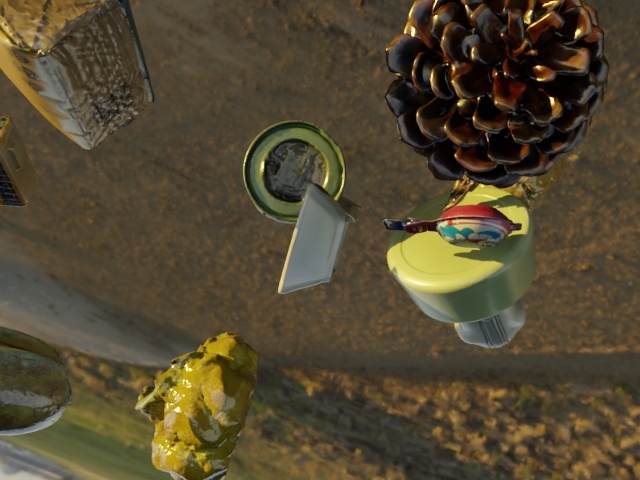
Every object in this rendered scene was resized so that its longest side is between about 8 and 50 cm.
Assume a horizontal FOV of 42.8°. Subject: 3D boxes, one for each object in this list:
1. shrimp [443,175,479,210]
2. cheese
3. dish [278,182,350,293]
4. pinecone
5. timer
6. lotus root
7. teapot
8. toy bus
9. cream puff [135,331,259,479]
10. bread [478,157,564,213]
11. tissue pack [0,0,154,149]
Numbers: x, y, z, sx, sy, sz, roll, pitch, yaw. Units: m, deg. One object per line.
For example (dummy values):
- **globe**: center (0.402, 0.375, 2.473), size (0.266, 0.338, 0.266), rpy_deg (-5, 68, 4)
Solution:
- **shrimp**: center (0.279, -0.138, 1.517), size (0.066, 0.117, 0.262), rpy_deg (57, 135, 17)
- **cheese**: center (0.234, -0.024, 1.456), size (0.244, 0.062, 0.155), rpy_deg (1, 167, 11)
- **dish**: center (0.000, 0.000, 1.171), size (0.064, 0.154, 0.234), rpy_deg (16, -176, 2)
- **pinecone**: center (0.182, -0.175, 0.861), size (0.246, 0.246, 0.292), rpy_deg (19, -176, 5)
- **timer**: center (0.321, 0.094, 1.672), size (0.291, 0.290, 0.315), rpy_deg (5, 138, 37)
- **lotus root**: center (-0.502, 0.185, 1.103), size (0.322, 0.140, 0.158), rpy_deg (15, -169, -23)
- **teapot**: center (-0.037, -0.119, 1.754), size (0.270, 0.200, 0.337), rpy_deg (27, 177, -4)
- **toy bus**: center (-0.583, -0.144, 1.473), size (0.103, 0.091, 0.182), rpy_deg (5, 147, 2)
- **cream puff**: center (-0.216, 0.276, 1.392), size (0.185, 0.281, 0.282), rpy_deg (15, 160, -6)
- **bread**: center (0.434, -0.123, 1.804), size (0.134, 0.244, 0.244), rpy_deg (41, 163, 12)
- **tissue pack**: center (-0.300, -0.237, 0.912), size (0.192, 0.134, 0.271), rpy_deg (46, 166, 7)
